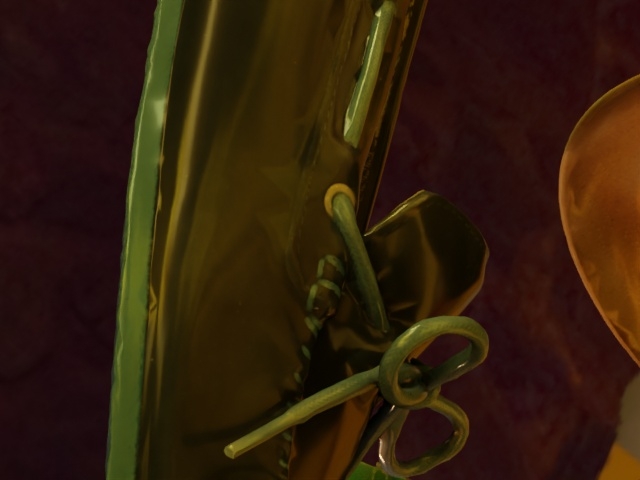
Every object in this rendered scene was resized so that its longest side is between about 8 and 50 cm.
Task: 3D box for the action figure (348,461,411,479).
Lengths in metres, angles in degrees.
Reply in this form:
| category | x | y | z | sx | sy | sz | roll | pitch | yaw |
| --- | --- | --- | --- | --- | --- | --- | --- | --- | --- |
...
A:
| category | x | y | z | sx | sy | sz | roll | pitch | yaw |
| --- | --- | --- | --- | --- | --- | --- | --- | --- | --- |
| action figure | 0.007 | 0.224 | 0.629 | 0.137 | 0.232 | 0.063 | 24 | -2 | 17 |

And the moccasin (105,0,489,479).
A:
| category | x | y | z | sx | sy | sz | roll | pitch | yaw |
| --- | --- | --- | --- | --- | --- | --- | --- | --- | --- |
| moccasin | 0.000 | 0.000 | 0.415 | 0.116 | 0.342 | 0.138 | 5 | -9 | -3 |

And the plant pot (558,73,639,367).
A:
| category | x | y | z | sx | sy | sz | roll | pitch | yaw |
| --- | --- | --- | --- | --- | --- | --- | --- | --- | --- |
| plant pot | 0.178 | 0.028 | 0.402 | 0.236 | 0.032 | 0.236 | 36 | -21 | 17 |
